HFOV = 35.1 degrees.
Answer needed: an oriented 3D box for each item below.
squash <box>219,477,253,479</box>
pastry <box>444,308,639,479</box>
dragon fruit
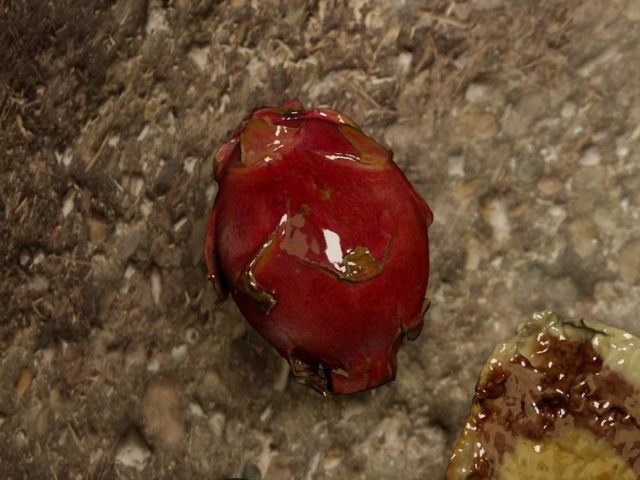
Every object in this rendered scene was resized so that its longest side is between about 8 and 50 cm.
[{"bbox_3d":[0.000,0.328,1.127,0.379,0.101,0.101,1,87,34],"label":"squash"},{"bbox_3d":[0.248,0.204,0.923,0.237,0.170,0.256,20,94,15],"label":"pastry"},{"bbox_3d":[0.000,0.004,1.067,0.250,0.250,0.315,-2,78,36],"label":"dragon fruit"}]
